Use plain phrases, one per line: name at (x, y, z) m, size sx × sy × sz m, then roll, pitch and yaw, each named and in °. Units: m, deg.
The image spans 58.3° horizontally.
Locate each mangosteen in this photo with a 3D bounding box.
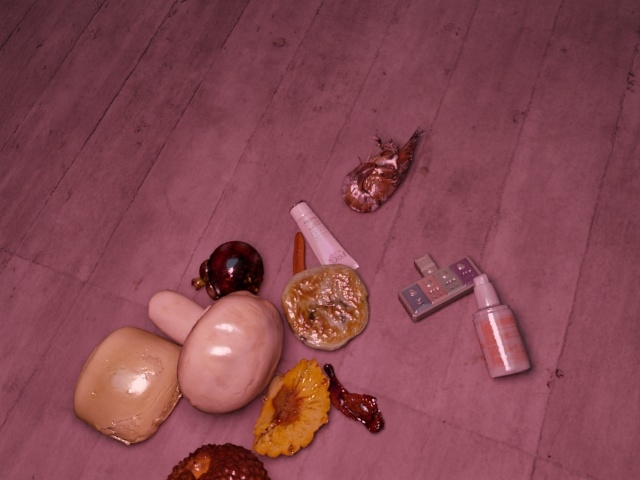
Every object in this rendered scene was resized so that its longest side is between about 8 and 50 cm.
mangosteen at (-0.236, 0.078, 1.507) m, size 0.184 × 0.172 × 0.172 m, roll 22°, pitch 69°, yaw 35°

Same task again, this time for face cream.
face cream at (0.426, 0.202, 1.402) m, size 0.101 × 0.101 × 0.251 m, roll -14°, pitch 73°, yaw -1°
face cream at (0.000, 0.000, 1.576) m, size 0.092 × 0.058 × 0.243 m, roll -32°, pitch 73°, yaw -14°

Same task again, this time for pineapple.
pineapple at (-0.068, 0.404, 1.389) m, size 0.140 × 0.164 × 0.249 m, roll 37°, pitch 75°, yaw -22°

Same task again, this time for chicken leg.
chicken leg at (0.072, 0.387, 1.400) m, size 0.205 × 0.053 × 0.093 m, roll 38°, pitch 52°, yaw 12°

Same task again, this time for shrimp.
shrimp at (0.185, -0.219, 1.620) m, size 0.145 × 0.116 × 0.343 m, roll 41°, pitch 75°, yaw 5°

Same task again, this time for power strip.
power strip at (0.300, 0.105, 1.503) m, size 0.216 × 0.061 × 0.145 m, roll -26°, pitch 60°, yaw -7°

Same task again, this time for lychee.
lychee at (-0.218, 0.586, 1.235) m, size 0.268 × 0.267 × 0.267 m, roll -2°, pitch 66°, yaw 4°

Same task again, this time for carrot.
carrot at (-0.057, 0.088, 1.547) m, size 0.043 × 0.043 × 0.247 m, roll -3°, pitch 65°, yaw 4°

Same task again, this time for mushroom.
mushroom at (-0.261, 0.240, 1.361) m, size 0.336 × 0.314 × 0.314 m, roll 24°, pitch 71°, yaw 20°

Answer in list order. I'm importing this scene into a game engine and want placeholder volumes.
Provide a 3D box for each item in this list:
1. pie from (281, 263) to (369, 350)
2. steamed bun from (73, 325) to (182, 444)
pie at (0.013, 0.165, 1.473) m, size 0.241 × 0.054 × 0.240 m, roll 4°, pitch 68°, yaw -10°
steamed bun at (-0.461, 0.343, 1.403) m, size 0.232 × 0.166 × 0.273 m, roll 24°, pitch 70°, yaw 16°
